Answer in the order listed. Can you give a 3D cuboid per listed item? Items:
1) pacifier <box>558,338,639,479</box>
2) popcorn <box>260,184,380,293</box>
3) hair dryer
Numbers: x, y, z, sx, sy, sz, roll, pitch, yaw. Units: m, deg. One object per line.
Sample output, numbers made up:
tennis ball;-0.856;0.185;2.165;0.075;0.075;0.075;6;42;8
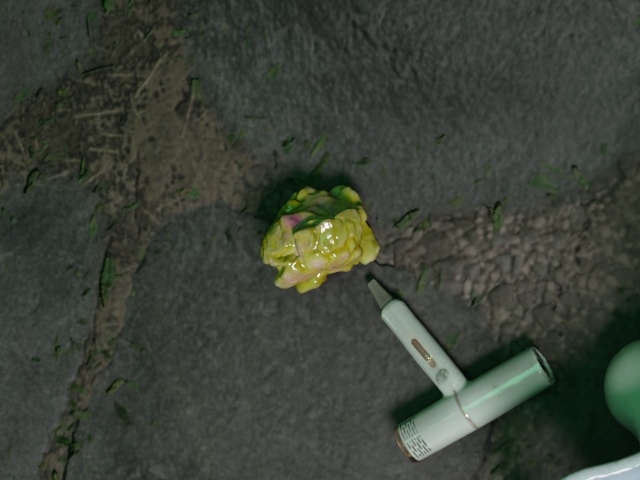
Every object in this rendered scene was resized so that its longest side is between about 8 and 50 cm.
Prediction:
pacifier;0.304;0.184;1.155;0.299;0.244;0.233;-31;45;20
popcorn;-0.002;0.000;1.324;0.097;0.109;0.089;11;126;56
hair dryer;0.110;0.091;1.301;0.155;0.044;0.183;-31;72;15
